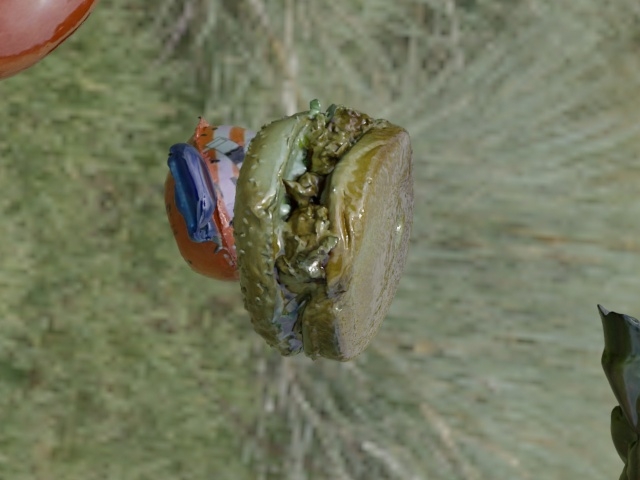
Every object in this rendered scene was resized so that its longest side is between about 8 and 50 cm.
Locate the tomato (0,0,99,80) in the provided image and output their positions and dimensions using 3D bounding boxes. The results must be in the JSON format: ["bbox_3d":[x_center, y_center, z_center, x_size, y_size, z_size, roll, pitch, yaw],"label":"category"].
[{"bbox_3d":[-0.235,-0.219,1.156,0.224,0.256,0.256,20,75,-72],"label":"tomato"}]

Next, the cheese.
[{"bbox_3d":[-0.112,-0.042,2.162,0.329,0.129,0.217,20,51,-78],"label":"cheese"}]

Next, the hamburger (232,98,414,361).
[{"bbox_3d":[0.000,0.000,1.534,0.215,0.122,0.189,77,26,-56],"label":"hamburger"}]

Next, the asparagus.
[{"bbox_3d":[0.279,0.171,1.585,0.080,0.080,0.287,-52,138,-56],"label":"asparagus"}]
